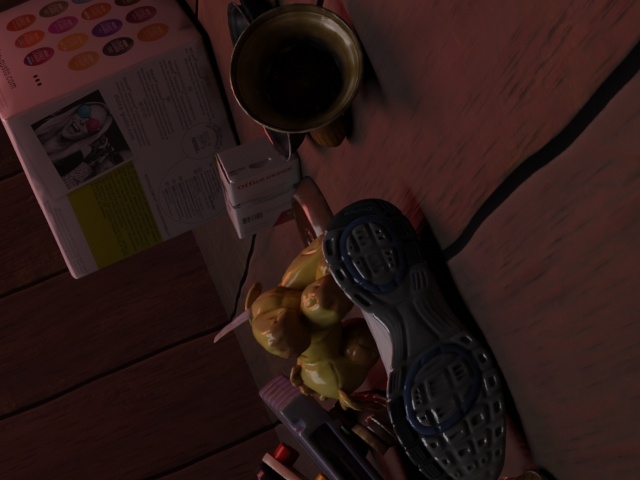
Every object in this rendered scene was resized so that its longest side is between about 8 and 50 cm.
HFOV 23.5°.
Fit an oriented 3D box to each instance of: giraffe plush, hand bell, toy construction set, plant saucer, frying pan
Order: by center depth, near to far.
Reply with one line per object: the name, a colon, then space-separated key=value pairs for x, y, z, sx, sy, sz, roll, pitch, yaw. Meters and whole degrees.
hand bell: x=-0.006 y=-0.134 z=1.529 sx=0.242 sy=0.126 sz=0.126 roll=57 pitch=-171 yaw=-76
frying pan: x=-0.076 y=-0.243 z=1.774 sx=0.197 sy=0.053 sz=0.326 roll=-126 pitch=18 yaw=-56
giraffe plush: x=0.003 y=0.122 z=1.870 sx=0.170 sy=0.210 sz=0.181 roll=46 pitch=-149 yaw=-19
plant saucer: x=0.000 y=0.000 z=1.978 sx=0.168 sy=0.029 sz=0.168 roll=159 pitch=90 yaw=-81
toy construction set: x=-0.003 y=0.456 z=2.298 sx=0.237 sy=0.309 sz=0.257 roll=45 pitch=164 yaw=56

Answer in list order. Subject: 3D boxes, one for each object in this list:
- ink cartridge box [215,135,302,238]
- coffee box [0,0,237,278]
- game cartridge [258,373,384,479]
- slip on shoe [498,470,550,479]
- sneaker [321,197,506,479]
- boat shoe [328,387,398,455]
ink cartridge box: x=-0.078 y=-0.074 z=2.031 sx=0.135 sy=0.099 sz=0.056 roll=84 pitch=163 yaw=-58
coffee box: x=-0.344 y=-0.208 z=2.525 sx=0.337 sy=0.334 sz=0.338 roll=-124 pitch=13 yaw=-50
game cartridge: x=0.059 y=0.330 z=2.049 sx=0.355 sy=0.068 sz=0.230 roll=51 pitch=177 yaw=-7
slip on shoe: x=0.191 y=0.241 z=1.398 sx=0.041 sy=0.051 sz=0.135 roll=29 pitch=164 yaw=-7
sneaker: x=0.103 y=0.102 z=1.462 sx=0.129 sy=0.111 sz=0.297 roll=45 pitch=-157 yaw=-71
boat shoe: x=0.069 y=0.229 z=2.000 sx=0.073 sy=0.073 sz=0.207 roll=39 pitch=173 yaw=-13
